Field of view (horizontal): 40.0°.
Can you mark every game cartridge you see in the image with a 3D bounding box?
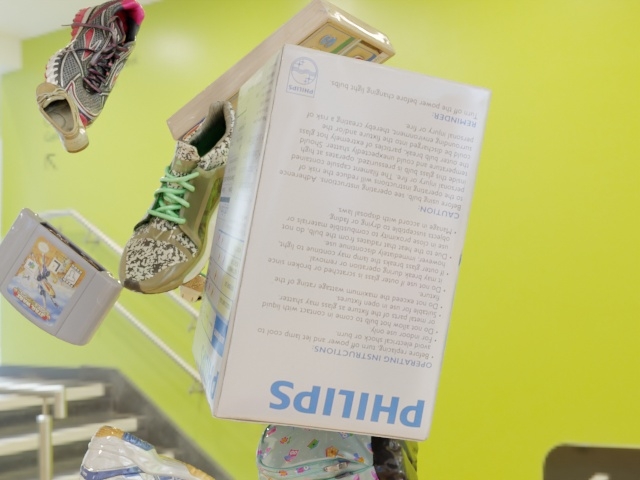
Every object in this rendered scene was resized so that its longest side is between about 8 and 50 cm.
[{"bbox_3d":[-0.601,0.091,1.962,0.297,0.198,0.062,37,7,10],"label":"game cartridge"}]

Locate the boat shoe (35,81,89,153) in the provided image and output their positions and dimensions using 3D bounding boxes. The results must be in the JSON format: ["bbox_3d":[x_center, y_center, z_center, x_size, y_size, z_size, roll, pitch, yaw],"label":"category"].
[{"bbox_3d":[-0.406,-0.201,1.367,0.056,0.153,0.048,-25,-31,-11],"label":"boat shoe"}]

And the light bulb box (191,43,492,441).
[{"bbox_3d":[0.000,0.000,1.007,0.225,0.361,0.358,10,1,-12],"label":"light bulb box"}]

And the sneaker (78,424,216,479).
[{"bbox_3d":[-0.291,0.440,1.545,0.296,0.131,0.112,33,-23,-23],"label":"sneaker"}]

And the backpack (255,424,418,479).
[{"bbox_3d":[0.018,0.259,1.032,0.182,0.115,0.152,-17,16,14],"label":"backpack"}]

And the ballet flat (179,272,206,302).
[{"bbox_3d":[-0.267,0.101,1.875,0.073,0.067,0.206,20,-7,5],"label":"ballet flat"}]

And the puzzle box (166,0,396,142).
[{"bbox_3d":[-0.076,-0.308,1.753,0.409,0.052,0.272,-33,-20,26],"label":"puzzle box"}]

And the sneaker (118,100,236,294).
[{"bbox_3d":[-0.248,-0.092,1.560,0.158,0.410,0.182,13,-34,21],"label":"sneaker"}]

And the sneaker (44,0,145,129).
[{"bbox_3d":[-0.401,-0.329,1.574,0.112,0.299,0.121,-13,-38,25],"label":"sneaker"}]
